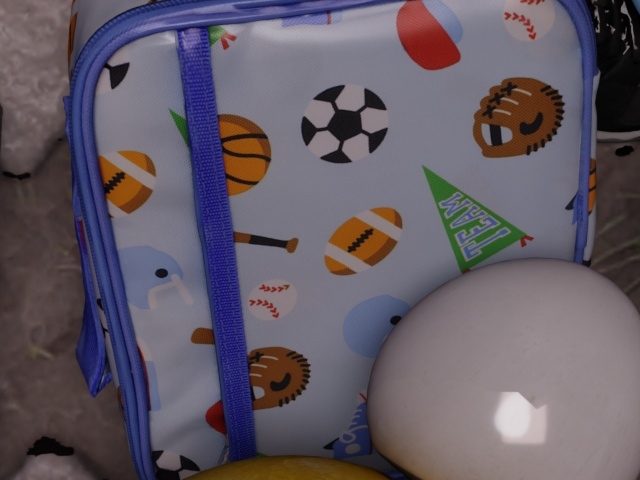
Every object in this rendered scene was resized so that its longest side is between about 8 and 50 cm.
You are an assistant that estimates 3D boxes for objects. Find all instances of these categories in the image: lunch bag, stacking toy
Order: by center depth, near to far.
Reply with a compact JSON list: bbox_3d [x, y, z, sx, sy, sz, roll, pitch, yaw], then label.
[{"bbox_3d":[-0.018,0.212,0.549,0.350,0.350,0.480,40,83,-4],"label":"stacking toy"},{"bbox_3d":[0.000,0.000,0.649,0.243,0.115,0.303,-9,126,-9],"label":"lunch bag"}]

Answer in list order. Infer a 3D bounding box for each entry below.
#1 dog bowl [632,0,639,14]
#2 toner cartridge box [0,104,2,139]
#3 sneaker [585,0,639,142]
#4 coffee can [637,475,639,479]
[{"bbox_3d":[0.249,-0.223,0.714,0.166,0.074,0.297,25,72,-26],"label":"dog bowl"},{"bbox_3d":[-0.253,0.095,0.696,0.165,0.075,0.348,4,89,-7],"label":"toner cartridge box"},{"bbox_3d":[0.118,-0.111,0.717,0.283,0.124,0.107,2,89,-6],"label":"sneaker"},{"bbox_3d":[0.194,0.267,0.679,0.201,0.201,0.275,-11,90,-6],"label":"coffee can"}]
